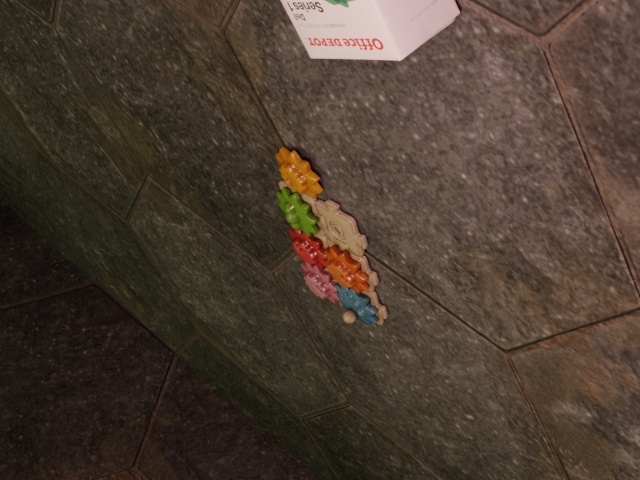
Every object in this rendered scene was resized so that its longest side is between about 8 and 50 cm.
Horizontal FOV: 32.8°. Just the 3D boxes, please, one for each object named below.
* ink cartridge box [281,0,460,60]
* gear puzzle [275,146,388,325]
[{"bbox_3d":[0.016,-0.285,1.042,0.160,0.092,0.219,14,140,55],"label":"ink cartridge box"},{"bbox_3d":[0.000,0.000,1.600,0.175,0.044,0.339,30,152,37],"label":"gear puzzle"}]
